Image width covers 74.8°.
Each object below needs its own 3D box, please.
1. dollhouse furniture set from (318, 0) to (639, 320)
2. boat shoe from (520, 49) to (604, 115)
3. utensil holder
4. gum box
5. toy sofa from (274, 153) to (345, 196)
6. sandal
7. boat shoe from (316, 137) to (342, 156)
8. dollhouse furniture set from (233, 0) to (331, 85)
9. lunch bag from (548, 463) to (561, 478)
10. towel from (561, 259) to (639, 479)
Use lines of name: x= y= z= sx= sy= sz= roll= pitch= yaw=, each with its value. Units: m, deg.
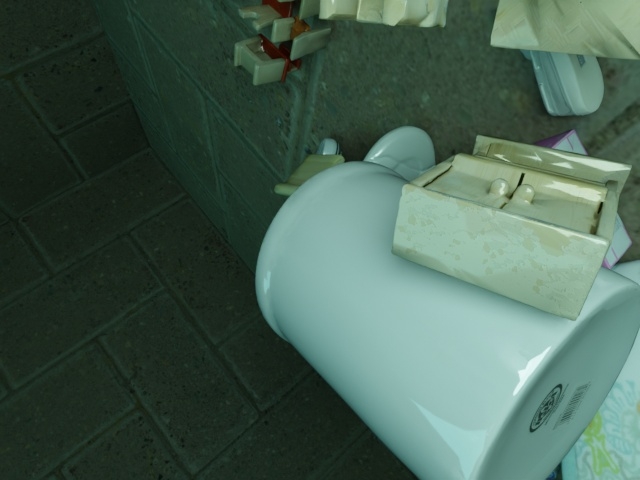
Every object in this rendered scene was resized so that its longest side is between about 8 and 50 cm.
dollhouse furniture set: x=0.214 y=-0.179 z=0.345 sx=0.362 sy=0.256 sz=0.395 roll=21 pitch=122 yaw=28
boat shoe: x=0.255 y=-0.223 z=0.466 sx=0.184 sy=0.066 sz=0.063 roll=51 pitch=161 yaw=-22
utensil holder: x=0.139 y=0.101 z=0.564 sx=0.385 sy=0.327 sz=0.328 roll=35 pitch=154 yaw=48
gum box: x=0.328 y=-0.044 z=0.580 sx=0.188 sy=0.062 sz=0.107 roll=57 pitch=160 yaw=-9
toy sofa: x=0.058 y=-0.009 z=0.936 sx=0.362 sy=0.177 sz=0.150 roll=45 pitch=169 yaw=-28
sandal: x=0.098 y=-0.018 z=0.814 sx=0.102 sy=0.169 sz=0.417 roll=46 pitch=131 yaw=54
boat shoe: x=0.027 y=-0.104 z=1.078 sx=0.121 sy=0.119 sz=0.335 roll=-87 pitch=6 yaw=-49
dollhouse furniture set: x=-0.086 y=-0.445 z=0.805 sx=0.262 sy=0.135 sz=0.259 roll=47 pitch=148 yaw=16
lunch bag: x=0.488 y=0.475 z=1.038 sx=0.219 sy=0.090 sz=0.176 roll=46 pitch=159 yaw=21
towel: x=0.423 y=0.199 z=0.470 sx=0.320 sy=0.090 sz=0.375 roll=147 pitch=128 yaw=-67
